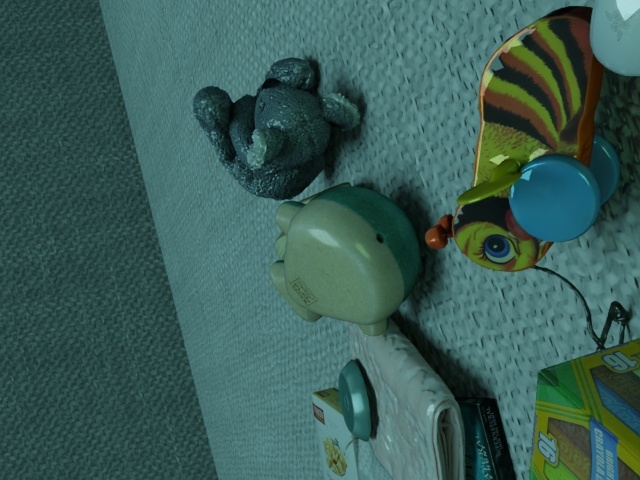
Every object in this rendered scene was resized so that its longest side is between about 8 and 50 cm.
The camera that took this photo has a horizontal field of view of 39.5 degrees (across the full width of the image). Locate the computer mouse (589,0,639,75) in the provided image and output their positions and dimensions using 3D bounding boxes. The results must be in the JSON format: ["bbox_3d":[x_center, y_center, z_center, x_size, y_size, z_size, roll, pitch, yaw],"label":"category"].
[{"bbox_3d":[0.227,-0.196,0.560,0.106,0.042,0.193,35,114,32],"label":"computer mouse"}]

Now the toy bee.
[{"bbox_3d":[0.159,-0.036,0.742,0.162,0.195,0.299,2,91,29],"label":"toy bee"}]

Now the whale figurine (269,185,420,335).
[{"bbox_3d":[0.029,0.025,1.180,0.216,0.141,0.272,50,151,-1],"label":"whale figurine"}]

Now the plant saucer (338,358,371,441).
[{"bbox_3d":[0.046,0.233,1.290,0.119,0.021,0.119,171,90,-79],"label":"plant saucer"}]

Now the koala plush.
[{"bbox_3d":[-0.049,-0.156,1.273,0.221,0.196,0.203,4,117,69],"label":"koala plush"}]

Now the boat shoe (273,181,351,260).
[{"bbox_3d":[0.000,0.000,1.336,0.098,0.109,0.302,65,162,11],"label":"boat shoe"}]

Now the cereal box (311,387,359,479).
[{"bbox_3d":[0.048,0.385,1.504,0.173,0.047,0.240,-168,67,-68],"label":"cereal box"}]

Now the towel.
[{"bbox_3d":[0.109,0.272,1.216,0.332,0.053,0.317,-132,34,-64],"label":"towel"}]

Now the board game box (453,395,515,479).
[{"bbox_3d":[0.194,0.284,1.084,0.126,0.026,0.186,155,102,-69],"label":"board game box"}]

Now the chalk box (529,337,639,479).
[{"bbox_3d":[0.272,0.187,0.663,0.213,0.132,0.133,-134,37,-56],"label":"chalk box"}]
